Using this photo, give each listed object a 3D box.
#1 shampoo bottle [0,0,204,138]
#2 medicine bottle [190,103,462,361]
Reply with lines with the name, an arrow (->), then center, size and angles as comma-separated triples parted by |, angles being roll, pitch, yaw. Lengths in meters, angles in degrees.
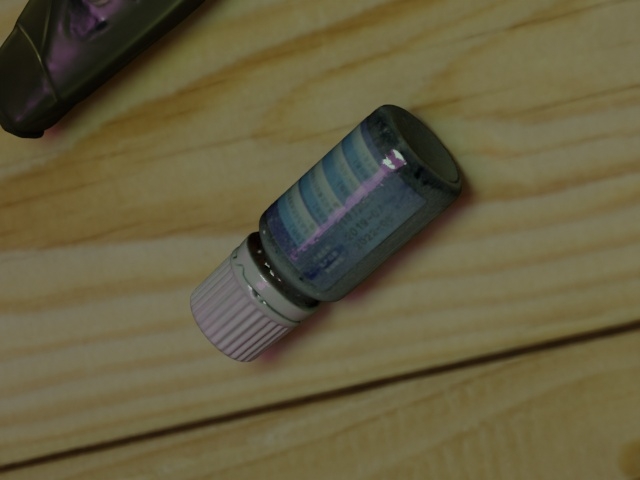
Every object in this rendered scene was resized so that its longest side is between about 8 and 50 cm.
shampoo bottle -> -0.119, -0.217, 1.272 | 0.350, 0.084, 0.125 | -48, 72, 19
medicine bottle -> 0.000, 0.000, 1.227 | 0.203, 0.083, 0.083 | -43, 76, 19
